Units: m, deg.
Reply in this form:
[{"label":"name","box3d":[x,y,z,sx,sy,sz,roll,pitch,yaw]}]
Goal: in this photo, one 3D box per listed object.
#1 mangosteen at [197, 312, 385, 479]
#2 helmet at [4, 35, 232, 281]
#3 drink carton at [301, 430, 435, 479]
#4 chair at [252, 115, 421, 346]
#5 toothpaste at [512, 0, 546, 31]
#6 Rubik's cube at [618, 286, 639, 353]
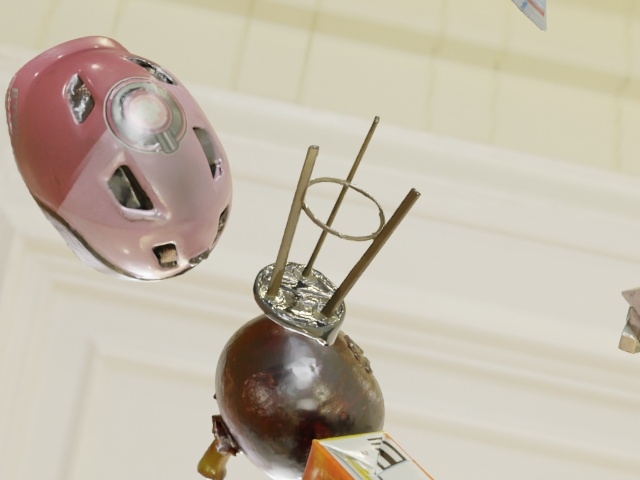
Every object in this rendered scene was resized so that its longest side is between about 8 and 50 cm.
[{"label":"mangosteen","box3d":[-0.056,0.211,2.160,0.261,0.235,0.235,-35,-171,7]},{"label":"helmet","box3d":[-0.182,-0.082,1.711,0.154,0.198,0.253,-1,-65,57]},{"label":"drink carton","box3d":[0.026,0.405,1.956,0.154,0.111,0.351,41,-57,45]},{"label":"chair","box3d":[0.001,0.000,1.559,0.104,0.095,0.221,-112,-147,-42]},{"label":"toothpaste","box3d":[0.264,-0.339,2.242,0.057,0.089,0.234,-42,-167,22]},{"label":"Rubik's cube","box3d":[0.304,0.072,1.547,0.073,0.075,0.084,178,-82,-71]}]
